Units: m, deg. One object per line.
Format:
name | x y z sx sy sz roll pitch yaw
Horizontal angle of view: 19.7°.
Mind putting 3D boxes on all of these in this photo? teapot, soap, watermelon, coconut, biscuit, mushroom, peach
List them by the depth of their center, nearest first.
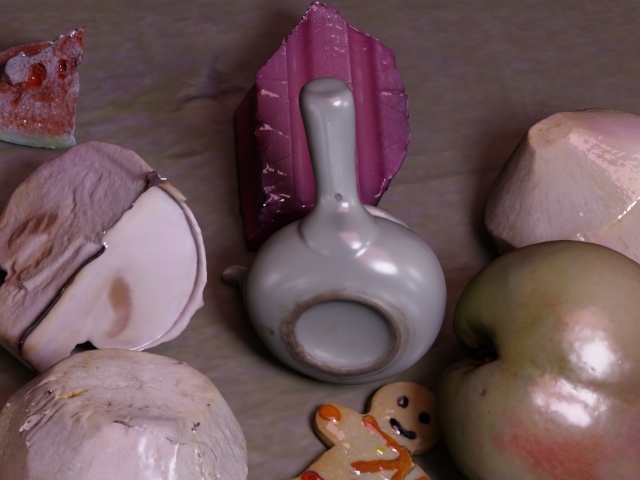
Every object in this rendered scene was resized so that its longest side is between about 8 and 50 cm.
coconut | -0.190 0.242 1.691 0.245 0.247 0.245 10 20 -4
teapot | 0.038 0.005 1.865 0.220 0.318 0.149 16 42 -10
mushroom | -0.229 0.023 1.877 0.236 0.173 0.162 -49 130 1
peach | 0.261 0.148 1.897 0.292 0.247 0.292 8 68 -20
biscuit | 0.048 0.233 1.906 0.153 0.030 0.234 43 57 4
watermelon | -0.299 -0.157 1.941 0.098 0.158 0.121 -6 92 -23
soap | 0.000 -0.131 2.041 0.182 0.112 0.289 5 61 -18
coconut | 0.301 -0.038 2.045 0.236 0.237 0.197 4 30 -18
